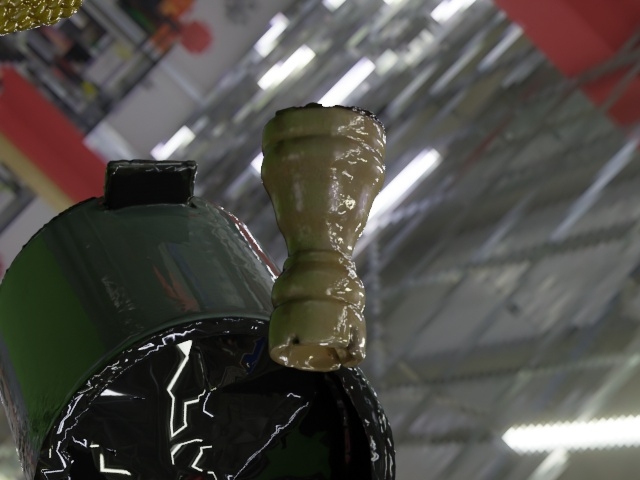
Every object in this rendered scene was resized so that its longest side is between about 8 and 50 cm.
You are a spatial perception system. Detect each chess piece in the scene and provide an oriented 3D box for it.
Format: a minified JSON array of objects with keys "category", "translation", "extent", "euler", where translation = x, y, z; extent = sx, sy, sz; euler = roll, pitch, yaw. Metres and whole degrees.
[{"category":"chess piece","translation":[0.000,0.000,0.909],"extent":[0.066,0.066,0.122],"euler":[-32,-131,53]}]

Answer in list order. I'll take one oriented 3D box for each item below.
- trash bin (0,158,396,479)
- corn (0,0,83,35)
[{"category":"trash bin","translation":[-0.094,0.105,1.195],"extent":[0.217,0.277,0.262],"euler":[-4,-162,-15]},{"category":"corn","translation":[-0.238,-0.139,0.931],"extent":[0.260,0.091,0.091],"euler":[-4,172,-38]}]
